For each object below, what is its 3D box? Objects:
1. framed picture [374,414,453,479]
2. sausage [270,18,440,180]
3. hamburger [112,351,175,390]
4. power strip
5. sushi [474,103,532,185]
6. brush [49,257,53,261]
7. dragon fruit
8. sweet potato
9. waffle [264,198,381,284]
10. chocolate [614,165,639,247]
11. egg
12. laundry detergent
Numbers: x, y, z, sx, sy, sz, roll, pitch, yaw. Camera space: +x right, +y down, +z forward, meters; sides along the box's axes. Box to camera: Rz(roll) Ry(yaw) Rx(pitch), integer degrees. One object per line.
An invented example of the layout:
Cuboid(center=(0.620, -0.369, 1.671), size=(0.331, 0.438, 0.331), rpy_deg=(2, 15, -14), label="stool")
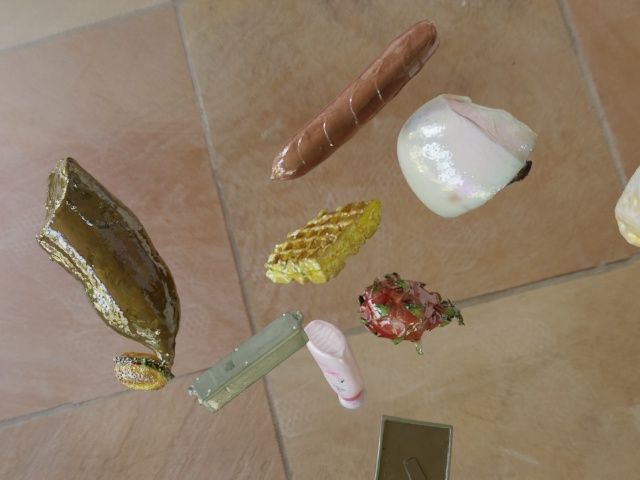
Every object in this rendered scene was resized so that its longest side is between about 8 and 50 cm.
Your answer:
Cuboid(center=(0.231, 0.581, 1.634), size=(0.189, 0.023, 0.260), rpy_deg=(7, 79, 1), label="framed picture")
Cuboid(center=(0.068, -0.258, 1.234), size=(0.433, 0.088, 0.088), rpy_deg=(-43, 81, 2), label="sausage")
Cuboid(center=(-0.508, 0.372, 1.838), size=(0.166, 0.137, 0.087), rpy_deg=(0, 53, 19), label="hamburger")
Cuboid(center=(-0.137, 0.240, 1.303), size=(0.272, 0.078, 0.052), rpy_deg=(-36, 125, -9), label="power strip")
Cuboid(center=(0.395, -0.240, 1.661), size=(0.225, 0.238, 0.218), rpy_deg=(1, 62, -30), label="sushi")
Cuboid(center=(-0.680, -0.028, 1.822), size=(0.010, 0.082, 0.218), rpy_deg=(33, 68, 6), label="brush")
Cuboid(center=(0.182, 0.147, 1.289), size=(0.236, 0.135, 0.137), rpy_deg=(24, 100, -26), label="dragon fruit")
Cuboid(center=(-0.329, 0.036, 1.048), size=(0.158, 0.158, 0.369), rpy_deg=(-38, 98, -2), label="sweet potato")
Cuboid(center=(0.000, -0.001, 1.248), size=(0.229, 0.219, 0.057), rpy_deg=(-46, 113, -35), label="waffle")
Cuboid(center=(0.447, -0.081, 0.691), size=(0.134, 0.309, 0.134), rpy_deg=(9, 62, -17), label="chocolate")
Cuboid(center=(0.223, -0.163, 1.151), size=(0.162, 0.271, 0.206), rpy_deg=(35, 100, -14), label="egg")
Cuboid(center=(0.051, 0.341, 1.716), size=(0.088, 0.335, 0.159), rpy_deg=(-39, 51, -15), label="laundry detergent")
